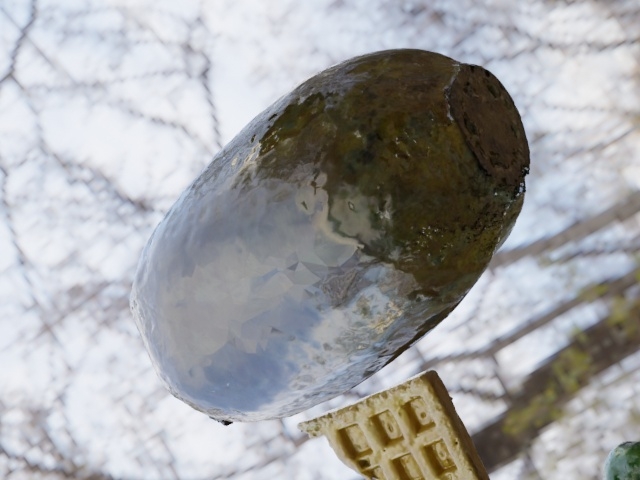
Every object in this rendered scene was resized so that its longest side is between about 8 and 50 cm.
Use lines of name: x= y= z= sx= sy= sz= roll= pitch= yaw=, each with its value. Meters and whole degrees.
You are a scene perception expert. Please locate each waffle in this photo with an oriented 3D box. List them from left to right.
waffle: x=0.075 y=0.198 z=1.456 sx=0.191 sy=0.125 sz=0.032 roll=65 pitch=-157 yaw=-2

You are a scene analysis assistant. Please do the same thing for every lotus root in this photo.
lotus root: x=0.000 y=0.000 z=1.140 sx=0.160 sy=0.275 sz=0.152 roll=54 pitch=-147 yaw=4

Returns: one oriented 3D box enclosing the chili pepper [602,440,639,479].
chili pepper: x=0.237 y=0.258 z=1.532 sx=0.099 sy=0.136 sz=0.270 roll=43 pitch=-117 yaw=-41
